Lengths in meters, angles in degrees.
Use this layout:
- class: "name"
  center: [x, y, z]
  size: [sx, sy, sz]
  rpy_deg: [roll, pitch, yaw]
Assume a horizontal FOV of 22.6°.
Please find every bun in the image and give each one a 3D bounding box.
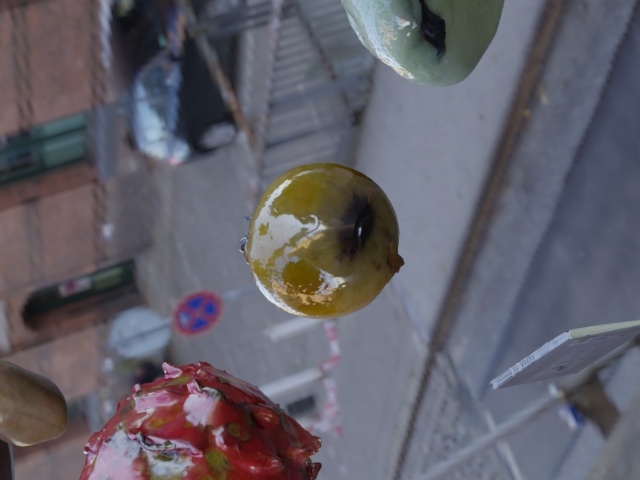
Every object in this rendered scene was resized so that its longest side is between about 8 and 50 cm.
- class: "bun"
  center: [0.108, -0.338, 2.032]
  size: [0.179, 0.283, 0.283]
  rpy_deg: [2, 113, 35]

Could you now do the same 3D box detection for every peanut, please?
- class: "peanut"
  center: [-0.315, 0.161, 1.613]
  size: [0.152, 0.076, 0.076]
  rpy_deg: [34, -165, -46]

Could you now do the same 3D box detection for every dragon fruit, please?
- class: "dragon fruit"
  center: [-0.113, 0.234, 1.329]
  size: [0.210, 0.205, 0.268]
  rpy_deg: [-7, 61, 40]

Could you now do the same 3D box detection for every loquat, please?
- class: "loquat"
  center: [0.000, 0.000, 1.514]
  size: [0.137, 0.163, 0.163]
  rpy_deg: [44, -157, -78]

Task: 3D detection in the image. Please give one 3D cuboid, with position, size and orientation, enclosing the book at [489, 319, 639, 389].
- class: "book"
  center: [0.293, 0.132, 1.873]
  size: [0.181, 0.127, 0.014]
  rpy_deg: [-45, 57, 57]

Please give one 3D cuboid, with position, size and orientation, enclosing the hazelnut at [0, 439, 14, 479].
- class: "hazelnut"
  center: [-0.492, 0.276, 1.707]
  size: [0.366, 0.366, 0.366]
  rpy_deg: [161, 90, -72]
